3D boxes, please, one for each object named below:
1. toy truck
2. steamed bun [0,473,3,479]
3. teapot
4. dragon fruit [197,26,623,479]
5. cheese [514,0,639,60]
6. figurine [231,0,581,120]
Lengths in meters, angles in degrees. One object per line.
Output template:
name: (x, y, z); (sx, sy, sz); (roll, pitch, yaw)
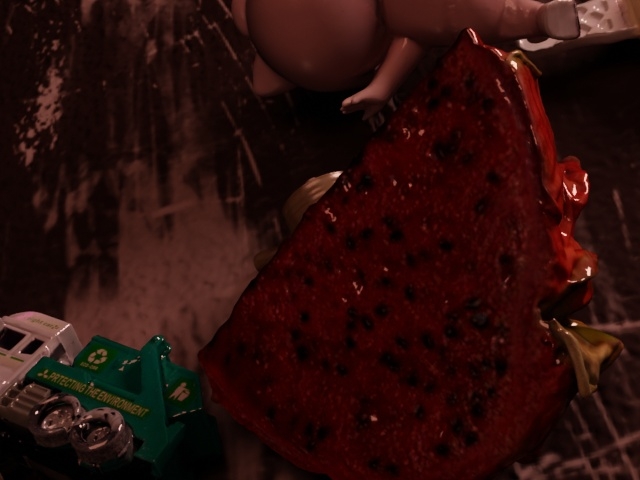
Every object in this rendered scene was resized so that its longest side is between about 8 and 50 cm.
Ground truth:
toy truck: (-0.163, 0.121, 0.740); (0.216, 0.110, 0.116); (14, 46, 32)
steamed bun: (-0.325, 0.193, 0.684); (0.228, 0.177, 0.131); (-21, 2, 21)
teapot: (0.000, 0.000, 0.809); (0.110, 0.085, 0.080); (-42, 61, 25)
dragon fruit: (0.091, 0.048, 0.672); (0.317, 0.152, 0.205); (-48, 64, 30)
cheese: (0.288, -0.203, 0.839); (0.249, 0.071, 0.163); (6, 56, 27)
figurine: (0.071, -0.203, 0.880); (0.287, 0.176, 0.186); (-12, 8, 19)
